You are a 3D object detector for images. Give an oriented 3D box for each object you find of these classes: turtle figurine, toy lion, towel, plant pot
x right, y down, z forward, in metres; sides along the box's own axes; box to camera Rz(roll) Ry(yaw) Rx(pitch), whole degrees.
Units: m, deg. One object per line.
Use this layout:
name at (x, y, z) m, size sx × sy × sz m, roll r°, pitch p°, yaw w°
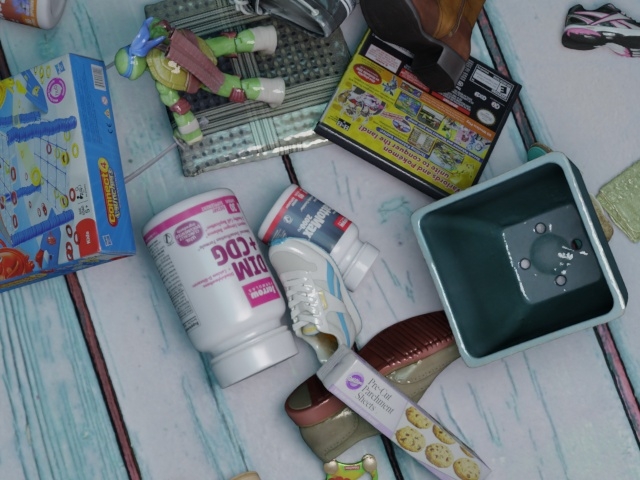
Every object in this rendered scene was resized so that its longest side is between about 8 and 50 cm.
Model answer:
turtle figurine at (-0.209, -0.257, 1.689) m, size 0.266 × 0.275 × 0.198 m, roll -6°, pitch 48°, yaw -23°
toy lion at (0.042, 0.391, 1.686) m, size 0.100 × 0.034 × 0.096 m, roll -4°, pitch 89°, yaw -3°
towel at (0.540, -0.078, 1.766) m, size 0.148 × 0.027 × 0.110 m, roll -38°, pitch 84°, yaw -5°
towel at (-0.107, -0.288, 1.772) m, size 0.324 × 0.056 × 0.312 m, roll -15°, pitch 80°, yaw -2°
plant pot at (0.326, 0.027, 1.617) m, size 0.247 × 0.252 × 0.247 m, roll -23°, pitch 82°, yaw 24°

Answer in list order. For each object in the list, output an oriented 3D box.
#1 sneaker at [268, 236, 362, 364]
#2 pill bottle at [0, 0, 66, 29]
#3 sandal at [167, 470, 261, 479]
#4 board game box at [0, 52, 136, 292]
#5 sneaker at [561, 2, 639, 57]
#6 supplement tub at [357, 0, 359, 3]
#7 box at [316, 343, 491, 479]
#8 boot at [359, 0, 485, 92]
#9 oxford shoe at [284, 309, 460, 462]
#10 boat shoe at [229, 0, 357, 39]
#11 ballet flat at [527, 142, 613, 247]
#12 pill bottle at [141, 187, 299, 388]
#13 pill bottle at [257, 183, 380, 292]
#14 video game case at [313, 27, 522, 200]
sneaker at (-0.011, 0.092, 1.639) m, size 0.229 × 0.087 × 0.092 m, roll 57°, pitch 39°, yaw -26°
pill bottle at (-0.532, -0.426, 1.737) m, size 0.216 × 0.121 × 0.121 m, roll 14°, pitch 82°, yaw 1°
sandal at (-0.212, 0.407, 1.665) m, size 0.240 × 0.088 × 0.079 m, roll -24°, pitch 52°, yaw -12°
board game box at (-0.449, -0.094, 1.640) m, size 0.302 × 0.086 × 0.308 m, roll -15°, pitch 81°, yaw 27°
sneaker at (0.496, -0.362, 1.785) m, size 0.178 × 0.072 × 0.077 m, roll 8°, pitch 71°, yaw -6°
supplement tub at (0.084, -0.562, 1.713) m, size 0.207 × 0.207 × 0.338 m, roll 35°, pitch 71°, yaw 3°
box at (0.130, 0.277, 1.608) m, size 0.067 × 0.063 × 0.324 m, roll -47°, pitch 116°, yaw 1°
boot at (0.185, -0.419, 1.677) m, size 0.264 × 0.096 × 0.280 m, roll 40°, pitch 61°, yaw -33°
oxford shoe at (0.117, 0.224, 1.686) m, size 0.348 × 0.123 × 0.130 m, roll -28°, pitch 110°, yaw -6°
boat shoe at (-0.095, -0.407, 1.696) m, size 0.306 × 0.113 × 0.105 m, roll 31°, pitch 69°, yaw 13°
ballet flat at (0.414, -0.076, 1.751) m, size 0.067 × 0.073 × 0.206 m, roll -26°, pitch 86°, yaw -32°
pill bottle at (-0.152, 0.075, 1.657) m, size 0.160 × 0.160 × 0.283 m, roll -25°, pitch 84°, yaw -5°
pill bottle at (0.000, 0.000, 1.698) m, size 0.180 × 0.108 × 0.108 m, roll 33°, pitch 82°, yaw 3°
video game case at (0.162, -0.216, 1.734) m, size 0.274 × 0.035 × 0.248 m, roll 29°, pitch 71°, yaw -5°
